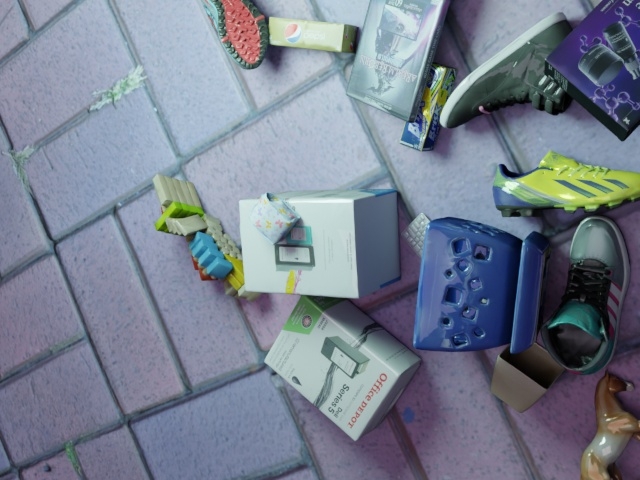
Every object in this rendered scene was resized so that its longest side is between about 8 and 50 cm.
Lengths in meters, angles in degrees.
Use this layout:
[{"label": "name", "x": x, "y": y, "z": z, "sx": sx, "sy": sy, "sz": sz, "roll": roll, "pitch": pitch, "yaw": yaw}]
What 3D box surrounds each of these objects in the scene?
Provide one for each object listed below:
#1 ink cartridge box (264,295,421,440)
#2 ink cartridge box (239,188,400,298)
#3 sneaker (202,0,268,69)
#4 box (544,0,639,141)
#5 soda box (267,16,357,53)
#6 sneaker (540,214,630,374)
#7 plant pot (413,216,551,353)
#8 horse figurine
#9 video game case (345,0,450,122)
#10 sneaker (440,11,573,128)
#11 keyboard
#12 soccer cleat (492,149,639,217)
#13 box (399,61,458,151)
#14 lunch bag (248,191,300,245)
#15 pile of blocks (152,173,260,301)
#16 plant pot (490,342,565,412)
[{"label": "ink cartridge box", "x": 0.046, "y": 0.257, "z": 1.845, "sx": 0.273, "sy": 0.115, "sz": 0.198, "roll": 38, "pitch": 115, "yaw": 19}, {"label": "ink cartridge box", "x": 0.000, "y": 0.000, "z": 1.779, "sx": 0.270, "sy": 0.198, "sz": 0.197, "roll": 1, "pitch": 100, "yaw": 31}, {"label": "sneaker", "x": -0.183, "y": -0.474, "z": 1.861, "sx": 0.104, "sy": 0.125, "sz": 0.261, "roll": -23, "pitch": 77, "yaw": -5}, {"label": "box", "x": 0.528, "y": -0.323, "z": 1.422, "sx": 0.184, "sy": 0.103, "sz": 0.261, "roll": 45, "pitch": 97, "yaw": 11}, {"label": "soda box", "x": -0.017, "y": -0.426, "z": 1.793, "sx": 0.181, "sy": 0.061, "sz": 0.058, "roll": 12, "pitch": 104, "yaw": 28}, {"label": "sneaker", "x": 0.467, "y": 0.109, "z": 1.536, "sx": 0.124, "sy": 0.178, "sz": 0.295, "roll": 5, "pitch": 101, "yaw": 30}, {"label": "plant pot", "x": 0.305, "y": 0.083, "z": 1.593, "sx": 0.212, "sy": 0.236, "sz": 0.235, "roll": 6, "pitch": 97, "yaw": 18}, {"label": "horse figurine", "x": 0.549, "y": 0.392, "z": 1.583, "sx": 0.175, "sy": 0.066, "sz": 0.263, "roll": 25, "pitch": 98, "yaw": 19}, {"label": "video game case", "x": 0.150, "y": -0.389, "z": 1.687, "sx": 0.196, "sy": 0.026, "sz": 0.274, "roll": 33, "pitch": 114, "yaw": 44}, {"label": "sneaker", "x": 0.359, "y": -0.265, "z": 1.576, "sx": 0.296, "sy": 0.105, "sz": 0.146, "roll": -38, "pitch": 74, "yaw": 25}, {"label": "keyboard", "x": 0.265, "y": 0.061, "z": 1.742, "sx": 0.256, "sy": 0.014, "sz": 0.072, "roll": 51, "pitch": 119, "yaw": 14}, {"label": "soccer cleat", "x": 0.450, "y": -0.108, "z": 1.561, "sx": 0.289, "sy": 0.093, "sz": 0.121, "roll": -4, "pitch": 90, "yaw": 30}, {"label": "box", "x": 0.211, "y": -0.261, "z": 1.690, "sx": 0.054, "sy": 0.059, "sz": 0.168, "roll": 24, "pitch": 110, "yaw": 28}, {"label": "lunch bag", "x": -0.093, "y": -0.046, "z": 1.680, "sx": 0.083, "sy": 0.053, "sz": 0.071, "roll": 41, "pitch": 118, "yaw": 8}, {"label": "pile of blocks", "x": -0.284, "y": 0.016, "z": 1.977, "sx": 0.362, "sy": 0.149, "sz": 0.112, "roll": 50, "pitch": 118, "yaw": 13}, {"label": "plant pot", "x": 0.389, "y": 0.263, "z": 1.659, "sx": 0.109, "sy": 0.109, "sz": 0.096, "roll": 35, "pitch": 127, "yaw": 20}]
